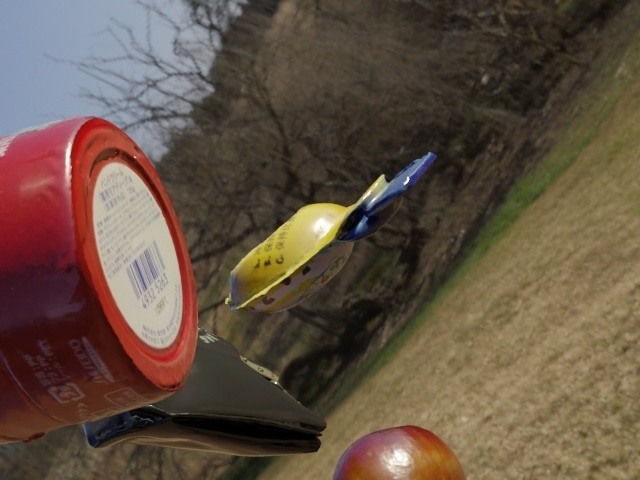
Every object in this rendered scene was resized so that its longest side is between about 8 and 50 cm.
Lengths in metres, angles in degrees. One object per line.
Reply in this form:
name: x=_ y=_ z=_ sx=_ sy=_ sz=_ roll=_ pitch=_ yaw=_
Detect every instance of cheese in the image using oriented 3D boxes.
cheese: x=0.000 y=0.000 z=0.726 sx=0.250 sy=0.064 sz=0.156 roll=-35 pitch=8 yaw=42

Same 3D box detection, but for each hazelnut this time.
hazelnut: x=0.112 y=0.380 z=1.143 sx=0.217 sy=0.217 sz=0.251 roll=-76 pitch=-7 yaw=-56

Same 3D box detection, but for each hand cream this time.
hand cream: x=-0.195 y=0.029 z=0.624 sx=0.230 sy=0.149 sz=0.230 roll=-14 pitch=-90 yaw=-82

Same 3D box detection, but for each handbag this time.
handbag: x=-0.158 y=0.182 z=1.065 sx=0.342 sy=0.288 sz=0.152 roll=23 pitch=95 yaw=67
